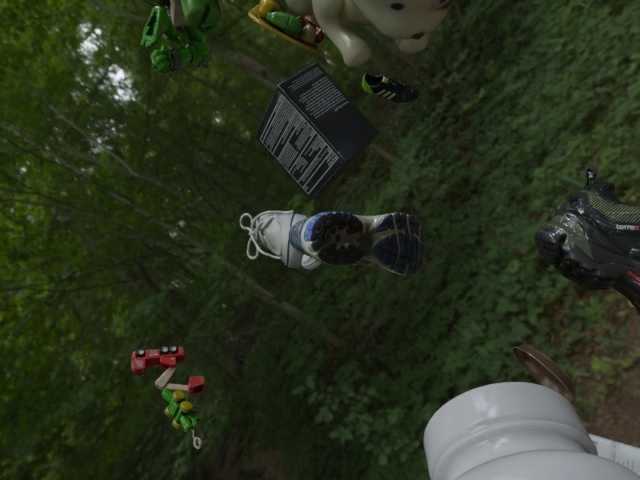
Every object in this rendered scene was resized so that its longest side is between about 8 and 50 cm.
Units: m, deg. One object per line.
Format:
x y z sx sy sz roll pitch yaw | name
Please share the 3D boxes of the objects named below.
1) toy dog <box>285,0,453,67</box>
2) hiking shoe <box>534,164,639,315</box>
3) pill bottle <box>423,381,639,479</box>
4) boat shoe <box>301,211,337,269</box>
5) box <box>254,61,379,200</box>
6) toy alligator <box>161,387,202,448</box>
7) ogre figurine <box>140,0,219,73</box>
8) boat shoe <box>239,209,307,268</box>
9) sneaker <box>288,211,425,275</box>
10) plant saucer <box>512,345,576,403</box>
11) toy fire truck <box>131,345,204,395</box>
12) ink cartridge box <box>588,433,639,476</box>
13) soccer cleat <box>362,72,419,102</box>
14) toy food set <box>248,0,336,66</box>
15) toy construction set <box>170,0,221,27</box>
0.123 -0.514 0.832 0.285 0.407 0.395 -4 -48 -16 | toy dog
0.310 0.019 0.392 0.114 0.227 0.086 -54 -22 -2 | hiking shoe
0.207 0.328 0.365 0.229 0.229 0.407 -59 17 28 | pill bottle
0.000 0.000 1.609 0.267 0.088 0.096 -44 34 36 | boat shoe
-0.020 -0.333 1.483 0.183 0.294 0.296 -41 0 -28 | box
-0.301 0.401 1.064 0.051 0.190 0.056 13 -73 -50 | toy alligator
-0.238 -0.363 0.773 0.097 0.197 0.118 -37 -21 28 | ogre figurine
-0.124 -0.021 1.164 0.367 0.157 0.135 -129 47 -77 | boat shoe
0.033 -0.001 0.393 0.135 0.058 0.052 11 -95 -36 | sneaker
0.521 0.302 1.079 0.029 0.168 0.168 -43 -18 -4 | plant saucer
-0.422 0.363 1.290 0.192 0.135 0.047 -2 -42 -17 | toy fire truck
0.506 0.420 0.812 0.072 0.175 0.127 48 -121 -39 | ink cartridge box
0.211 -0.464 1.419 0.072 0.179 0.060 61 -134 -74 | soccer cleat
-0.048 -0.482 1.041 0.071 0.218 0.128 -59 16 27 | toy food set
-0.062 -0.337 0.440 0.258 0.237 0.309 -1 -14 -46 | toy construction set
